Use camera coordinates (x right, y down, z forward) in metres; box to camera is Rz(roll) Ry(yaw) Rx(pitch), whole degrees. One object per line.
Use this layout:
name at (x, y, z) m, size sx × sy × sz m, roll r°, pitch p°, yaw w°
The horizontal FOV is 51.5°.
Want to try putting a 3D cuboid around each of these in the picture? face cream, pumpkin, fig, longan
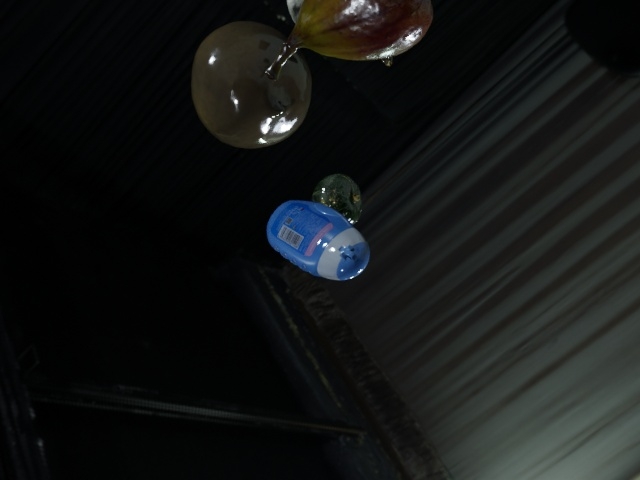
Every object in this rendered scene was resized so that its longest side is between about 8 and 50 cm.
face cream at (0.000, 0.000, 1.411) m, size 0.264 × 0.149 × 0.083 m, roll 32°, pitch 167°, yaw 42°
pumpkin at (0.057, -0.124, 2.126) m, size 0.146 × 0.190 × 0.190 m, roll 1°, pitch 151°, yaw 48°
fig at (0.030, -0.325, 0.991) m, size 0.170 × 0.274 × 0.145 m, roll 55°, pitch -162°, yaw -24°
longan at (-0.162, -0.350, 1.513) m, size 0.297 × 0.297 × 0.297 m, roll 44°, pitch -165°, yaw -15°

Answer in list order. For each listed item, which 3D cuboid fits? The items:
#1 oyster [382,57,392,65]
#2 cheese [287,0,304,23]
oyster at (0.171, -0.500, 1.770) m, size 0.019 × 0.054 × 0.083 m, roll -17°, pitch -104°, yaw -30°
cheese at (0.001, -0.708, 1.950) m, size 0.198 × 0.189 × 0.154 m, roll -5°, pitch -98°, yaw -80°
